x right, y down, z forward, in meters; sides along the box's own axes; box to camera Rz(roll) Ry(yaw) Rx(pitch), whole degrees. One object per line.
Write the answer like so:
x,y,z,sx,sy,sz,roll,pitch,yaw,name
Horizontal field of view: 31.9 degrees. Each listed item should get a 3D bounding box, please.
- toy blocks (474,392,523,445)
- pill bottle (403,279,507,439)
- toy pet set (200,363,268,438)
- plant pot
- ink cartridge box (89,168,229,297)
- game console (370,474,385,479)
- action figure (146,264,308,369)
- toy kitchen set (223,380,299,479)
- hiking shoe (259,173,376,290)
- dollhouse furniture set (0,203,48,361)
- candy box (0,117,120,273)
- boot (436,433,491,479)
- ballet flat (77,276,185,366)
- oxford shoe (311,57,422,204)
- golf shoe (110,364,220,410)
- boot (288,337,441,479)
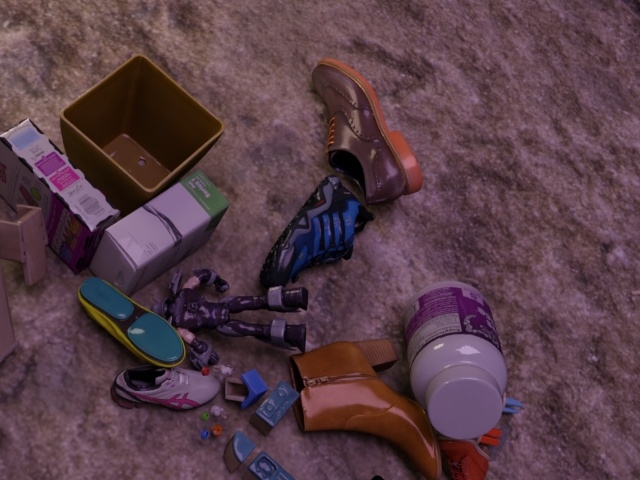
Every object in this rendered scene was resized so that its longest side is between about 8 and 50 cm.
0.304,0.325,2.065,0.148,0.054,0.123,13,57,-15,toy blocks
0.237,0.209,1.961,0.169,0.169,0.301,20,25,-10,pill bottle
-0.144,0.267,1.887,0.114,0.065,0.122,-12,105,-61,toy pet set
-0.332,-0.163,2.004,0.212,0.187,0.212,41,55,5,plant pot
-0.283,-0.006,1.952,0.219,0.160,0.092,-36,82,-34,ink cartridge box
0.113,0.466,1.901,0.071,0.107,0.122,-41,81,-5,game console
-0.166,0.134,1.948,0.284,0.099,0.185,4,74,3,action figure
-0.035,0.356,1.870,0.207,0.122,0.166,41,55,3,toy kitchen set
0.000,0.000,2.083,0.132,0.113,0.304,37,51,-1,hiking shoe
-0.644,0.072,1.824,0.303,0.198,0.286,9,30,19,dollhouse furniture set
-0.460,-0.075,1.922,0.233,0.159,0.071,45,54,6,candy box
0.248,0.391,1.972,0.158,0.059,0.085,37,59,-41,boot
-0.316,0.147,1.885,0.231,0.077,0.077,35,55,18,ballet flat
0.058,-0.222,2.226,0.132,0.130,0.364,-24,58,-15,oxford shoe
-0.252,0.243,1.870,0.186,0.086,0.068,1,62,-23,golf shoe
0.070,0.313,1.961,0.211,0.104,0.295,-13,63,-22,boot
